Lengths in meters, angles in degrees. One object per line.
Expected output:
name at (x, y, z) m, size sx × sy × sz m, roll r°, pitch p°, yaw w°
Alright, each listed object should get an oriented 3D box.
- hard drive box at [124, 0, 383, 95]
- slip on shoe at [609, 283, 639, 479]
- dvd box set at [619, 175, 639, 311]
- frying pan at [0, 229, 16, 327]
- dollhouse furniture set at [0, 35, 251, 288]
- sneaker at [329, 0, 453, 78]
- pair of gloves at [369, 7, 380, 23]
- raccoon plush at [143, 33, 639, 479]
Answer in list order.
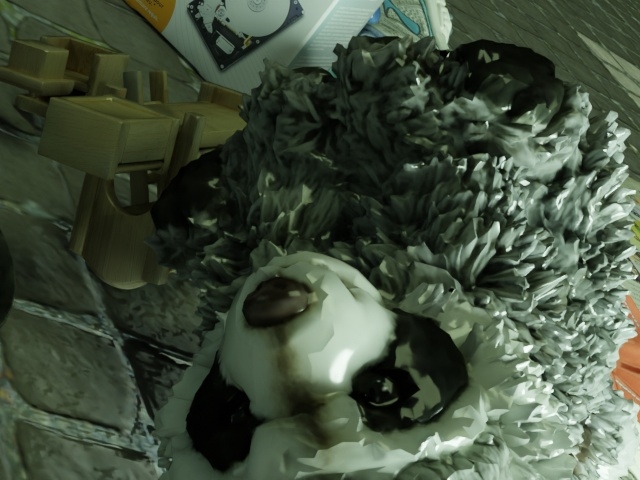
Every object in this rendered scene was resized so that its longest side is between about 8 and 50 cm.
hard drive box at (-0.030, -0.236, 1.155) m, size 0.181 × 0.232 × 0.089 m, roll 44°, pitch 21°, yaw 14°
slip on shoe at (0.138, 0.016, 1.057) m, size 0.331 × 0.101 × 0.123 m, roll 48°, pitch -6°, yaw 14°
dvd box set at (0.269, 0.048, 1.315) m, size 0.307 × 0.062 × 0.420 m, roll 23°, pitch 26°, yaw -37°
frying pan at (-0.244, -0.002, 0.574) m, size 0.197 × 0.053 × 0.326 m, roll 42°, pitch 24°, yaw 12°
dollhouse furniture set at (-0.134, -0.042, 0.833) m, size 0.161 × 0.101 × 0.182 m, roll 20°, pitch 14°, yaw 22°
sneaker at (0.050, -0.166, 1.325) m, size 0.122 × 0.110 × 0.283 m, roll 17°, pitch 30°, yaw -39°
pair of gloves at (-0.034, -0.215, 1.297) m, size 0.198 × 0.023 × 0.159 m, roll 19°, pitch 27°, yaw 17°
raccoon plush at (0.089, 0.110, 0.730) m, size 0.446 × 0.216 × 0.299 m, roll 36°, pitch 40°, yaw -38°
